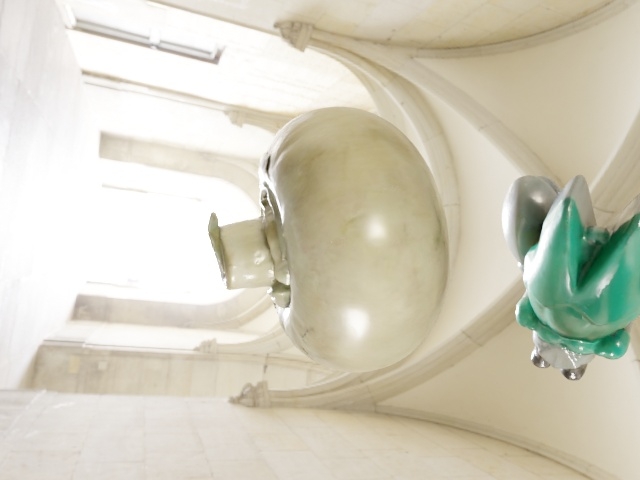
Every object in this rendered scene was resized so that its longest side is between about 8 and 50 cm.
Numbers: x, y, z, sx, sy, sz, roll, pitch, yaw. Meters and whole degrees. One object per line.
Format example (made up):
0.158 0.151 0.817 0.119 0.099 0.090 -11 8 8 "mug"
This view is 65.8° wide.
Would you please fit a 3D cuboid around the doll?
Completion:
0.259 0.029 0.508 0.153 0.195 0.258 -55 174 -33 "doll"

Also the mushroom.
0.000 0.000 0.453 0.246 0.202 0.246 175 -90 -82 "mushroom"
